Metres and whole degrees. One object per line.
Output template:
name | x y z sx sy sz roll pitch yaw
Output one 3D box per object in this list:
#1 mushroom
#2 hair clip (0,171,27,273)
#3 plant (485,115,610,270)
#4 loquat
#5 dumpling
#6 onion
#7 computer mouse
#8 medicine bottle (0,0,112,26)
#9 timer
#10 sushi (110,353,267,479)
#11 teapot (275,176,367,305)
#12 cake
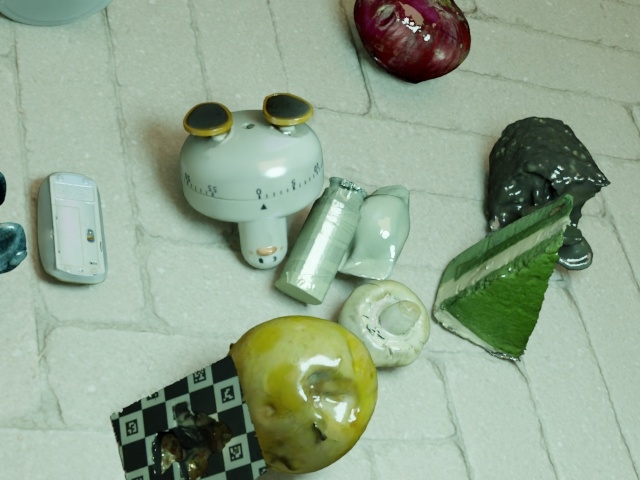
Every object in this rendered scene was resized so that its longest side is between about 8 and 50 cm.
mushroom | 0.104 0.133 2.042 0.154 0.122 0.154 16 57 -26
hair clip | -0.548 0.011 1.693 0.310 0.206 0.194 -5 63 -39
plant | 0.404 -0.080 2.342 0.199 0.188 0.276 14 49 -20
loquat | -0.038 0.212 1.821 0.244 0.244 0.243 16 49 -19
dumpling | 0.073 -0.016 2.158 0.151 0.124 0.229 4 38 18
onion | 0.168 -0.407 2.466 0.246 0.190 0.246 36 29 -24
computer mouse | -0.368 -0.016 1.930 0.102 0.045 0.199 7 52 -28
medicine bottle | -0.455 -0.511 2.140 0.238 0.238 0.231 0 57 -31
timer | -0.107 -0.098 2.074 0.234 0.240 0.233 -3 31 2
sushi | -0.169 0.277 1.737 0.040 0.210 0.192 31 34 -55
teapot | 0.000 0.000 2.075 0.077 0.107 0.200 30 74 -18
cake | 0.298 0.038 2.135 0.172 0.283 0.158 15 47 2
